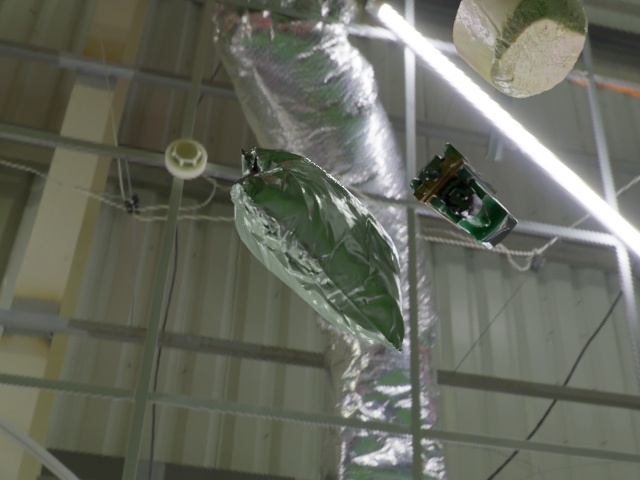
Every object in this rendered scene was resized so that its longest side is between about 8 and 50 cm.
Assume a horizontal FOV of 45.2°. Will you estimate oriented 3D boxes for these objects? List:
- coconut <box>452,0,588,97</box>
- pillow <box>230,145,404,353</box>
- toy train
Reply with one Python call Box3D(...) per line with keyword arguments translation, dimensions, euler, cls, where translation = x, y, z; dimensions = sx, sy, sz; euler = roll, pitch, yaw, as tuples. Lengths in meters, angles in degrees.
Box3D(translation=(0.386, -0.426, 1.528), dimensions=(0.239, 0.239, 0.244), euler=(-6, -135, -18), cls="coconut")
Box3D(translation=(0.000, 0.000, 1.043), dimensions=(0.310, 0.138, 0.283), euler=(44, -169, -16), cls="pillow")
Box3D(translation=(0.223, -0.062, 1.179), dimensions=(0.091, 0.227, 0.136), euler=(-46, -119, 11), cls="toy train")
